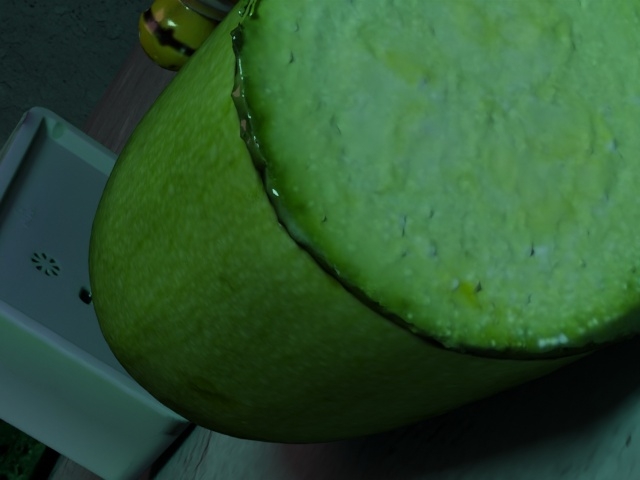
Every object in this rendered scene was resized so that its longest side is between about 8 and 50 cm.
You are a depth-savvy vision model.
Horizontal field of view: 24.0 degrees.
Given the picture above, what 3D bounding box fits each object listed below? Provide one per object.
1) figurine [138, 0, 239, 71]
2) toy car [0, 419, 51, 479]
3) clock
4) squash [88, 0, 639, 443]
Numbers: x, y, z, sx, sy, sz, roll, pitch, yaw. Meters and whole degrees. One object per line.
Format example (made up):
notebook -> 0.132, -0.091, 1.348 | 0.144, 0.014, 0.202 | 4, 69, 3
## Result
figurine -> -0.040, -0.267, 1.030 | 0.320, 0.196, 0.323 | -53, 3, 1
toy car -> -0.250, 0.124, 1.104 | 0.125, 0.136, 0.306 | 102, -169, -59
clock -> -0.131, 0.027, 0.827 | 0.063, 0.150, 0.197 | -49, 17, 26
squash -> 0.000, 0.000, 0.466 | 0.132, 0.132, 0.247 | -65, 11, -24
